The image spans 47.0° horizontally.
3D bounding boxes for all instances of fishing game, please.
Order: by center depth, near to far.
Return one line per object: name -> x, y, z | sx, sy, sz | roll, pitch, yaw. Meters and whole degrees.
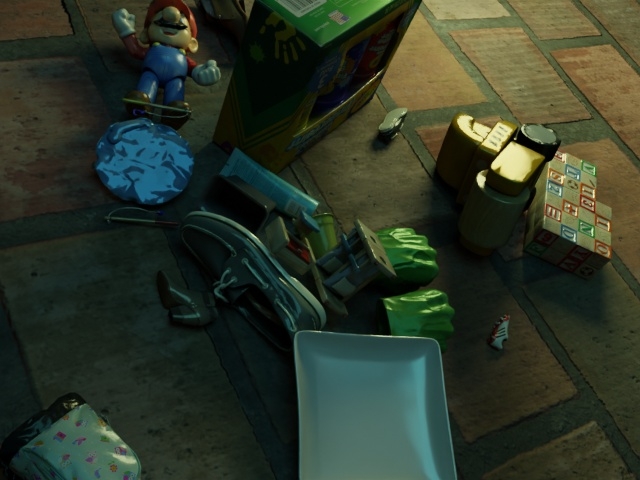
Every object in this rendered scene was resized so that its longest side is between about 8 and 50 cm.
fishing game -> -0.339, -0.148, 1.412 | 0.189, 0.041, 0.264 | 4, 69, -15

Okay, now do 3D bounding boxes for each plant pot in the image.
plant pot -> 0.000, 0.000, 1.443 | 0.083, 0.083, 0.079 | -11, 71, -29

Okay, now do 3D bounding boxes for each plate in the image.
plate -> 0.086, 0.295, 1.240 | 0.277, 0.045, 0.278 | 5, 63, -18

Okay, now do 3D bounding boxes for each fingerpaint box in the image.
fingerpaint box -> 0.010, -0.383, 1.543 | 0.163, 0.371, 0.445 | 39, 49, 9

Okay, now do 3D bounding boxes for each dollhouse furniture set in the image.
dollhouse furniture set -> 0.018, 0.023, 1.322 | 0.184, 0.129, 0.129 | 38, 18, -35

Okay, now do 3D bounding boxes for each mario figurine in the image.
mario figurine -> -0.327, -0.401, 1.543 | 0.198, 0.170, 0.320 | 33, 46, -45

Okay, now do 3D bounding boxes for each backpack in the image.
backpack -> -0.338, 0.314, 1.025 | 0.182, 0.115, 0.152 | 43, 47, 9

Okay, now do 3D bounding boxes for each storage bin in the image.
storage bin -> -0.155, -0.065, 1.422 | 0.135, 0.098, 0.091 | 36, 21, 7

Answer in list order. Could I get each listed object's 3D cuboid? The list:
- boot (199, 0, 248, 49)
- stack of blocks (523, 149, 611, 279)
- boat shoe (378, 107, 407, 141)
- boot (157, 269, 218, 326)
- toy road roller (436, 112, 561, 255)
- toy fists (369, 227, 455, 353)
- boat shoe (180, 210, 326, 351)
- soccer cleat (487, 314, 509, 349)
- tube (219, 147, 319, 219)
boot -> -0.224, -0.515, 1.763 | 0.106, 0.082, 0.219 | -13, 62, -5
stack of blocks -> 0.585, -0.070, 1.732 | 0.171, 0.087, 0.297 | 24, 49, -4
boat shoe -> 0.177, -0.277, 1.754 | 0.046, 0.038, 0.125 | -2, 33, 29
boot -> -0.231, 0.100, 1.290 | 0.087, 0.042, 0.118 | -4, 57, -33
toy road roller -> 0.359, -0.148, 1.632 | 0.241, 0.202, 0.329 | 28, 42, 15
toy fists -> 0.169, 0.098, 1.423 | 0.142, 0.096, 0.279 | -4, 57, -13
boat shoe -> -0.135, 0.072, 1.300 | 0.319, 0.116, 0.099 | 40, 46, 4
soccer cleat -> 0.366, 0.184, 1.483 | 0.036, 0.029, 0.083 | 41, 52, -1
tube -> -0.104, -0.104, 1.488 | 0.207, 0.052, 0.080 | 30, 82, 0
